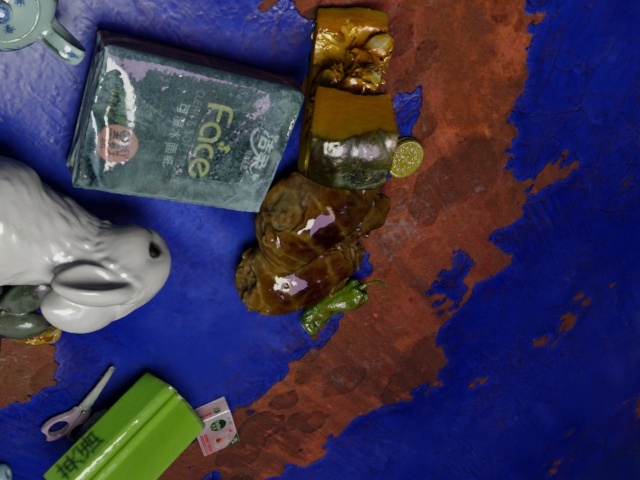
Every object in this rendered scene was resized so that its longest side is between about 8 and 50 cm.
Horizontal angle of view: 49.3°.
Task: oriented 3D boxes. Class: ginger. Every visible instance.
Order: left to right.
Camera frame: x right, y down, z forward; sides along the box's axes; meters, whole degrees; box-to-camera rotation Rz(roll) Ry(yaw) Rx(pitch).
[{"bbox_3d":[0.002,-0.008,1.291,0.274,0.152,0.358,2,125,-31],"label":"ginger"}]

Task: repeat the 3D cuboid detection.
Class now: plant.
[{"bbox_3d":[-0.535,0.121,1.095,0.274,0.146,0.149,-31,110,-22],"label":"plant"}]

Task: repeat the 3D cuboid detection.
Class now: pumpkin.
[{"bbox_3d":[0.044,-0.217,1.078,0.139,0.190,0.281,3,107,-7],"label":"pumpkin"}]

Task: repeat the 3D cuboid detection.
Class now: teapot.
[{"bbox_3d":[-0.390,-0.295,0.848,0.159,0.159,0.232,-47,133,10],"label":"teapot"}]

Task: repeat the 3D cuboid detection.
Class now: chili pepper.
[{"bbox_3d":[0.050,0.126,1.482,0.204,0.073,0.072,-32,153,12],"label":"chili pepper"}]

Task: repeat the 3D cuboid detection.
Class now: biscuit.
[{"bbox_3d":[0.162,-0.161,1.352,0.083,0.023,0.084,-16,131,-19],"label":"biscuit"}]

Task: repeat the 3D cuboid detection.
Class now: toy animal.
[{"bbox_3d":[-0.390,0.010,0.996,0.357,0.258,0.194,25,113,-19],"label":"toy animal"}]

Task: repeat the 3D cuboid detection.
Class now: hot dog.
[{"bbox_3d":[-0.499,0.167,1.223,0.090,0.034,0.030,12,117,-35],"label":"hot dog"}]

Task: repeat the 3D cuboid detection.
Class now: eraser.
[{"bbox_3d":[-0.374,0.407,1.367,0.274,0.092,0.210,-46,146,-22],"label":"eraser"}]

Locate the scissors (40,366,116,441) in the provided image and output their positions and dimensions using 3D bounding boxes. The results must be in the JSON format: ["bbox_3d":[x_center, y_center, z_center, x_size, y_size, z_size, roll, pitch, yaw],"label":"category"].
[{"bbox_3d":[-0.462,0.321,1.373,0.110,0.021,0.212,20,112,-47],"label":"scissors"}]

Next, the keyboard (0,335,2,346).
[{"bbox_3d":[-0.693,0.191,1.142,0.309,0.018,0.101,2,122,-31],"label":"keyboard"}]

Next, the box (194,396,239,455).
[{"bbox_3d":[-0.238,0.417,1.561,0.089,0.043,0.125,-22,133,-14],"label":"box"}]

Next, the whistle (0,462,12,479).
[{"bbox_3d":[-0.621,0.554,1.367,0.093,0.180,0.269,-20,101,-18],"label":"whistle"}]

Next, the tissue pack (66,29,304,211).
[{"bbox_3d":[-0.207,-0.175,1.075,0.315,0.103,0.228,6,122,-32],"label":"tissue pack"}]

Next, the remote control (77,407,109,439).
[{"bbox_3d":[-0.438,0.437,1.438,0.104,0.052,0.247,-32,142,-37],"label":"remote control"}]
